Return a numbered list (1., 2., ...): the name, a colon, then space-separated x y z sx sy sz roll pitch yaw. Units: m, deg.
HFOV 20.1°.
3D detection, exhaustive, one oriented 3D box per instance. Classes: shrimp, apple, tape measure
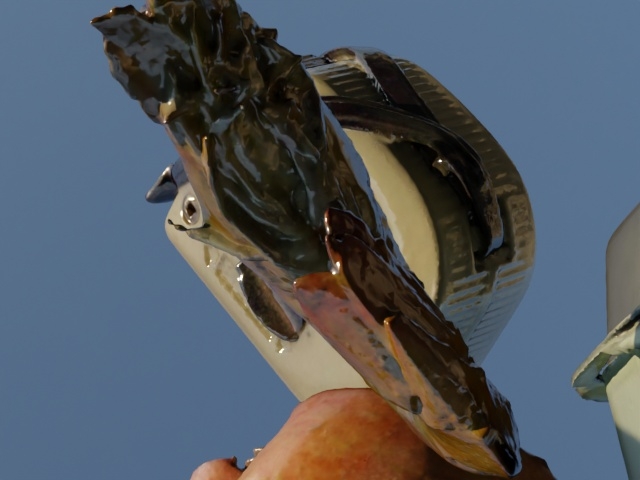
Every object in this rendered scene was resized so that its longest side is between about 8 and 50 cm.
1. shrimp: 0.000 0.000 0.617 0.068 0.248 0.150 -43 -141 -4
2. apple: 0.017 0.236 1.058 0.251 0.293 0.163 34 -135 -4
3. tape measure: 0.006 -0.027 1.203 0.133 0.231 0.271 -14 -128 -39

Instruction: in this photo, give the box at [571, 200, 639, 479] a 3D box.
1. box: 0.268 0.040 0.758 0.291 0.220 0.166 4 -118 -20
